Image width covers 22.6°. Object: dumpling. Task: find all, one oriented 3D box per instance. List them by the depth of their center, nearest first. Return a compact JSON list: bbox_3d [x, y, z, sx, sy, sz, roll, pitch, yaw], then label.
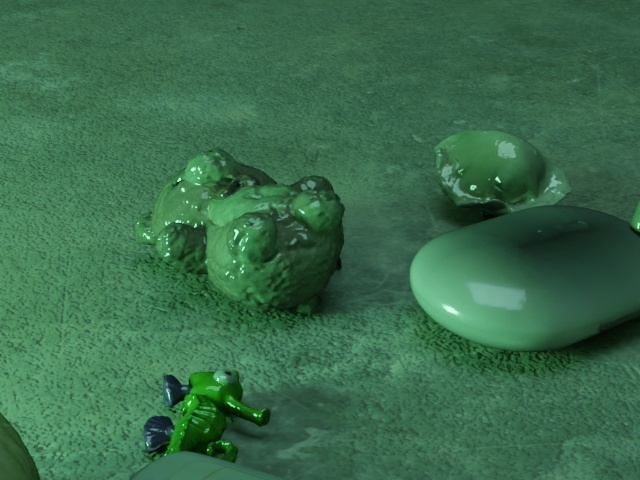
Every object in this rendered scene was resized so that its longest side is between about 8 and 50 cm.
[{"bbox_3d":[0.227,-0.075,2.076,0.188,0.108,0.127,22,54,11],"label":"dumpling"}]

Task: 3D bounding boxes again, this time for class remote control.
[{"bbox_3d":[0.251,0.038,1.807,0.332,0.103,0.221,-17,38,-36],"label":"remote control"}]

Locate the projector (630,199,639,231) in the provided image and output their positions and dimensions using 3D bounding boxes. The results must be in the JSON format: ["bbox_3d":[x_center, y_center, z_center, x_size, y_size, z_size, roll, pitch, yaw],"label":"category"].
[{"bbox_3d":[0.516,-0.004,1.903,0.257,0.079,0.259,23,19,18],"label":"projector"}]

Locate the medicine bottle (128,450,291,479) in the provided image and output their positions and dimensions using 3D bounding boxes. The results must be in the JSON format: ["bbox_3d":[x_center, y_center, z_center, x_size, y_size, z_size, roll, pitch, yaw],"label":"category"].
[{"bbox_3d":[-0.009,0.271,1.249,0.324,0.124,0.179,11,25,24],"label":"medicine bottle"}]

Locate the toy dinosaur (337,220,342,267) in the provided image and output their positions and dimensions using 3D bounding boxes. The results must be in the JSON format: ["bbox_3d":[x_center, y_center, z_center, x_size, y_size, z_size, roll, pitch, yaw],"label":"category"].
[{"bbox_3d":[0.000,0.000,1.947,0.055,0.049,0.154,-3,29,-2],"label":"toy dinosaur"}]

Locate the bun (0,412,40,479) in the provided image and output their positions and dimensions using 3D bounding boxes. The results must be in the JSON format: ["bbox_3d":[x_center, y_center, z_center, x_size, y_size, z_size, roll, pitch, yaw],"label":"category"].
[{"bbox_3d":[-0.387,0.224,1.228,0.361,0.213,0.361,12,11,-3],"label":"bun"}]

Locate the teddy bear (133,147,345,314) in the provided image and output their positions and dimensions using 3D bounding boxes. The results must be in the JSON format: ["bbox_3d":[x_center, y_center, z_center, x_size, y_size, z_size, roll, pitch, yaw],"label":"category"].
[{"bbox_3d":[-0.086,-0.018,1.859,0.236,0.151,0.267,-19,35,-26],"label":"teddy bear"}]

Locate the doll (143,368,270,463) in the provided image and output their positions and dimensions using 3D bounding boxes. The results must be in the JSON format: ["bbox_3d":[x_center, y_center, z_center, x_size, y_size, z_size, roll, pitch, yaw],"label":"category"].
[{"bbox_3d":[-0.110,0.176,1.544,0.115,0.050,0.190,-1,25,11],"label":"doll"}]
